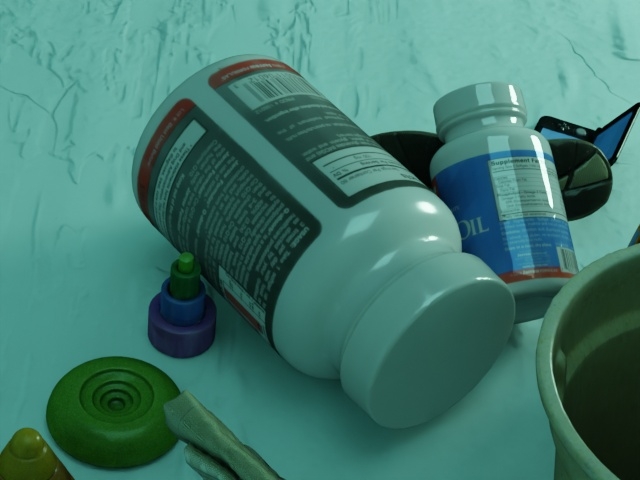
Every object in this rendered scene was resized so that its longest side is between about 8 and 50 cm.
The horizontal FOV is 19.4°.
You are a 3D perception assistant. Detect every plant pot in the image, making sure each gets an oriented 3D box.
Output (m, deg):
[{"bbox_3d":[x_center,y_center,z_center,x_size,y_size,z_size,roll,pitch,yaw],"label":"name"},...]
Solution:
[{"bbox_3d":[0.310,0.219,1.490,0.334,0.305,0.333,4,42,-4],"label":"plant pot"}]

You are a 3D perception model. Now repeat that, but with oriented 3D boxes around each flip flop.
[{"bbox_3d":[0.163,-0.062,1.946,0.277,0.112,0.080,-3,3,-5],"label":"flip flop"}]

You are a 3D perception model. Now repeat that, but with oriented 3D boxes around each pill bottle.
[{"bbox_3d":[0.174,-0.037,1.829,0.124,0.124,0.221,-6,71,-14],"label":"pill bottle"},{"bbox_3d":[0.000,0.000,1.762,0.210,0.210,0.363,-24,50,-30],"label":"pill bottle"}]

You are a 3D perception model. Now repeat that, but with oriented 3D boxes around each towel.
[{"bbox_3d":[0.025,0.270,1.416,0.056,0.312,0.324,-45,61,-4],"label":"towel"}]

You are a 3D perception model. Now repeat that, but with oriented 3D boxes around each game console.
[{"bbox_3d":[0.277,-0.109,2.024,0.107,0.071,0.122,19,43,13],"label":"game console"}]

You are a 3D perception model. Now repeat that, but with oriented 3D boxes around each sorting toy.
[{"bbox_3d":[-0.192,0.132,1.652,0.127,0.126,0.365,21,44,15],"label":"sorting toy"}]

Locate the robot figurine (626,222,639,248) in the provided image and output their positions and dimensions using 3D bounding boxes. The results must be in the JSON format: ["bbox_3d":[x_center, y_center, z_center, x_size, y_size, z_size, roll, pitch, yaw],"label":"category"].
[{"bbox_3d":[0.325,0.069,1.680,0.085,0.291,0.211,14,20,-33],"label":"robot figurine"}]
